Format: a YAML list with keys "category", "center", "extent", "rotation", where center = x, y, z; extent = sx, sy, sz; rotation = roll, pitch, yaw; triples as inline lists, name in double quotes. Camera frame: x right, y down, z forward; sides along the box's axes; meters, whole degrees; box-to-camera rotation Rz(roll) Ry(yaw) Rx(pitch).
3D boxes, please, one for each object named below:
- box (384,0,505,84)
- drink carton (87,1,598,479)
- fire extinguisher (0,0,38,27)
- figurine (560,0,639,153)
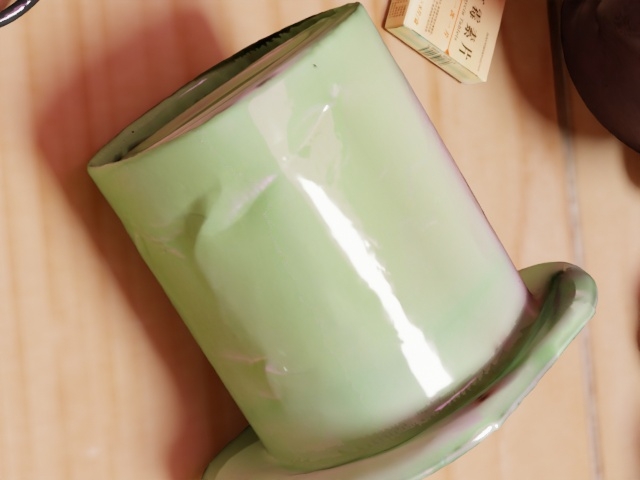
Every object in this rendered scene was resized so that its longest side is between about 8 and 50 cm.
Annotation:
- category: "box"
  center: [0.063, -0.125, 0.761]
  extent: [0.058, 0.015, 0.093]
  rotation: [30, 68, -37]
- category: "drink carton"
  center: [0.000, 0.000, 0.613]
  extent: [0.146, 0.144, 0.142]
  rotation: [-41, 108, -38]
- category: "fire extinguisher"
  center: [-0.136, -0.119, 0.557]
  extent: [0.157, 0.045, 0.078]
  rotation: [26, 97, -40]
- category: "figurine"
  center: [0.141, -0.177, 0.740]
  extent: [0.365, 0.218, 0.206]
  rotation: [42, 101, -13]
